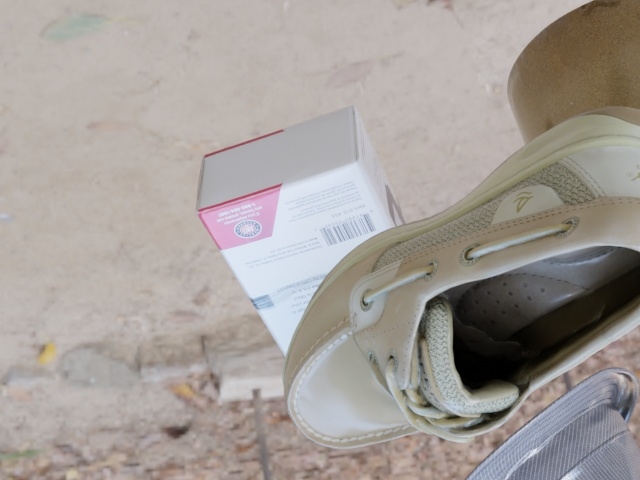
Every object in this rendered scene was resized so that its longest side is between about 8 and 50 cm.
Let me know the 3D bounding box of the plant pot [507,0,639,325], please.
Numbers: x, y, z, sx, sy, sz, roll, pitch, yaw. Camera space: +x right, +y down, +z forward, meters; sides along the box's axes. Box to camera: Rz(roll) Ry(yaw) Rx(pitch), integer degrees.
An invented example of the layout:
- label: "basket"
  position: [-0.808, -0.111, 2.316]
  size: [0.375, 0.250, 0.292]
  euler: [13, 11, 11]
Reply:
- label: "plant pot"
  position: [0.308, -0.056, 0.958]
  size: [0.237, 0.254, 0.237]
  euler: [-3, 150, -1]

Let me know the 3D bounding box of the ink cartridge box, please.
- label: "ink cartridge box"
  position: [0.000, 0.000, 1.092]
  size: [0.172, 0.100, 0.237]
  euler: [-17, 130, 14]

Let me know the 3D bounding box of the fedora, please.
- label: "fedora"
  position: [0.214, 0.240, 0.892]
  size: [0.244, 0.124, 0.275]
  euler: [-32, 153, -20]

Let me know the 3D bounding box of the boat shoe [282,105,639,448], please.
- label: "boat shoe"
  position: [0.068, 0.050, 0.550]
  size: [0.109, 0.098, 0.302]
  euler: [39, 133, -13]
